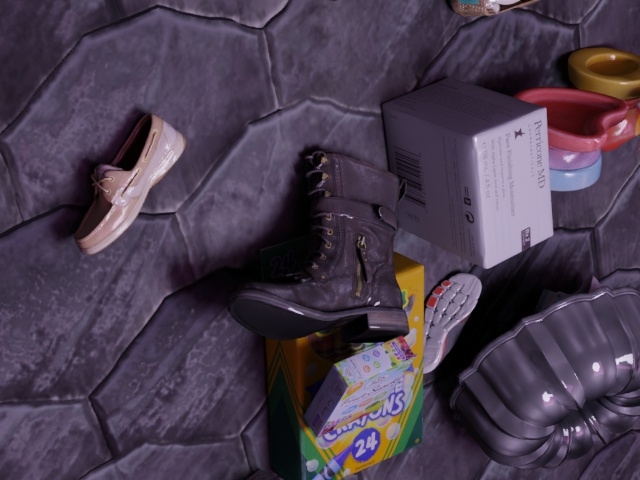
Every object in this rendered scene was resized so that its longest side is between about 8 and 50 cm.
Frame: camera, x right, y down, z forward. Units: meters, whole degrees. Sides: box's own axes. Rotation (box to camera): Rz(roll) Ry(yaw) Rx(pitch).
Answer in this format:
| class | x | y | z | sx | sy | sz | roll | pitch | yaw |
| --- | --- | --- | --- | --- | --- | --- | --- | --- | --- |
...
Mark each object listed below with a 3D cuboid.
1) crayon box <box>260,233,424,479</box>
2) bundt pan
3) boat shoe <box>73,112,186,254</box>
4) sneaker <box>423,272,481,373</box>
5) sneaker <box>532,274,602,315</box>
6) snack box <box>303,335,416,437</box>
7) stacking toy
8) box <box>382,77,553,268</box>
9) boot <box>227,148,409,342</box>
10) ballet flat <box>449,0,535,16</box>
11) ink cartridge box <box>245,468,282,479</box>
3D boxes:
| class | x | y | z | sx | sy | sz | roll | pitch | yaw |
| --- | --- | --- | --- | --- | --- | --- | --- | --- | --- |
| crayon box | 0.033 | 0.145 | 1.498 | 0.203 | 0.083 | 0.323 | -17 | 117 | -31 |
| bundt pan | 0.354 | 0.215 | 1.650 | 0.331 | 0.124 | 0.331 | -18 | 146 | -13 |
| boat shoe | -0.216 | -0.064 | 1.243 | 0.059 | 0.063 | 0.170 | 47 | 68 | -36 |
| sneaker | 0.172 | 0.117 | 1.623 | 0.158 | 0.061 | 0.065 | -56 | 157 | -5 |
| sneaker | 0.341 | 0.122 | 1.741 | 0.212 | 0.080 | 0.094 | -25 | 98 | -20 |
| snack box | 0.045 | 0.177 | 1.393 | 0.100 | 0.037 | 0.141 | -21 | 155 | -30 |
| stacking toy | 0.402 | -0.125 | 1.530 | 0.309 | 0.279 | 0.130 | -32 | 137 | -43 |
| box | 0.184 | -0.088 | 1.455 | 0.119 | 0.182 | 0.181 | -25 | 121 | -27 |
| boot | 0.000 | 0.000 | 1.375 | 0.263 | 0.091 | 0.229 | 10 | 66 | -36 |
| ballet flat | 0.259 | -0.327 | 1.493 | 0.206 | 0.067 | 0.073 | -26 | 121 | -27 |
| ink cartridge box | -0.069 | 0.362 | 1.477 | 0.092 | 0.143 | 0.090 | -35 | 108 | -22 |
